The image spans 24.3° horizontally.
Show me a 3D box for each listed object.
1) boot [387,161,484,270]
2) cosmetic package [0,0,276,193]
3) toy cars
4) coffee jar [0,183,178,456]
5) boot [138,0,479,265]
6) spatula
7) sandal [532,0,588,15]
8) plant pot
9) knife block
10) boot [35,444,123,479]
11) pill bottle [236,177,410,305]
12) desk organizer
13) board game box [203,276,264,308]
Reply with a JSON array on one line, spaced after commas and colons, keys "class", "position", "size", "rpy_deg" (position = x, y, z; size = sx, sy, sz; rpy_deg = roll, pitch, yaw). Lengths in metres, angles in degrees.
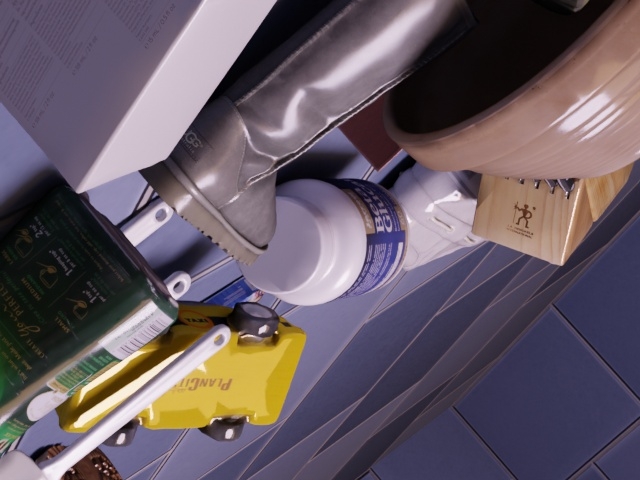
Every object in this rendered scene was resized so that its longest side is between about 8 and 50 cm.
[{"class": "boot", "position": [0.114, -0.027, 1.422], "size": [0.123, 0.095, 0.258], "rpy_deg": [-37, 160, 9]}, {"class": "cosmetic package", "position": [-0.046, -0.134, 0.517], "size": [0.060, 0.099, 0.239], "rpy_deg": [-29, 164, -52]}, {"class": "toy cars", "position": [-0.191, 0.141, 1.033], "size": [0.394, 0.087, 0.176], "rpy_deg": [-36, 132, -17]}, {"class": "coffee jar", "position": [-0.174, 0.061, 0.804], "size": [0.184, 0.096, 0.079], "rpy_deg": [-40, 165, -3]}, {"class": "boot", "position": [0.001, -0.082, 0.891], "size": [0.208, 0.076, 0.189], "rpy_deg": [-43, 168, 1]}, {"class": "spatula", "position": [-0.169, 0.091, 0.948], "size": [0.242, 0.019, 0.168], "rpy_deg": [-39, 134, -19]}, {"class": "sandal", "position": [0.109, -0.201, 0.725], "size": [0.086, 0.120, 0.303], "rpy_deg": [-53, 170, -13]}, {"class": "plant pot", "position": [0.158, -0.116, 0.908], "size": [0.237, 0.110, 0.237], "rpy_deg": [-40, -157, 21]}, {"class": "knife block", "position": [0.209, -0.117, 1.256], "size": [0.276, 0.088, 0.242], "rpy_deg": [-42, 147, -52]}, {"class": "boot", "position": [-0.227, 0.221, 1.301], "size": [0.085, 0.059, 0.158], "rpy_deg": [-40, 160, 9]}, {"class": "pill bottle", "position": [0.000, 0.000, 1.118], "size": [0.094, 0.094, 0.169], "rpy_deg": [-45, 167, 17]}, {"class": "desk organizer", "position": [0.076, -0.109, 1.074], "size": [0.130, 0.050, 0.047], "rpy_deg": [-44, 167, 11]}, {"class": "board game box", "position": [-0.092, 0.072, 1.260], "size": [0.090, 0.020, 0.090], "rpy_deg": [-32, 166, -35]}]
